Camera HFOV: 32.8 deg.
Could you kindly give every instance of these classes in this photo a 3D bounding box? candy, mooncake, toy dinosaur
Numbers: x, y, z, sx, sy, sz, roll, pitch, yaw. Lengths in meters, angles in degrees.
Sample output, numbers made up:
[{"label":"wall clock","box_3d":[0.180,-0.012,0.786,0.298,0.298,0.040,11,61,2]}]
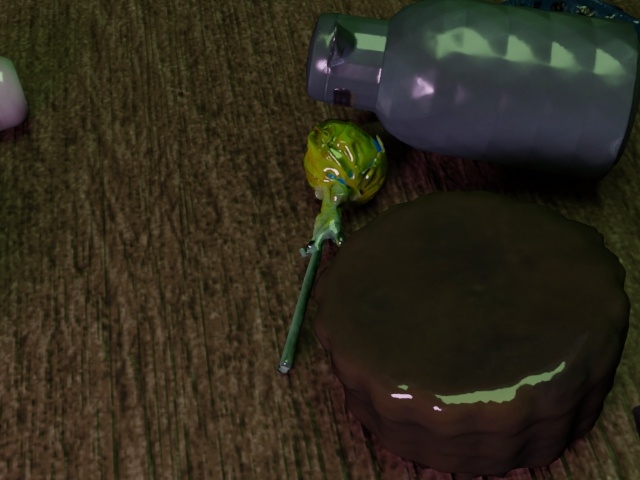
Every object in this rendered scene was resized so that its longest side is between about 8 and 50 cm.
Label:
[{"label":"candy","box_3d":[0.002,-0.001,0.934,0.077,0.073,0.262,14,54,3]},{"label":"mooncake","box_3d":[0.112,0.070,0.814,0.228,0.124,0.228,-6,45,6]},{"label":"toy dinosaur","box_3d":[0.246,-0.195,1.066,0.329,0.144,0.076,8,50,29]}]

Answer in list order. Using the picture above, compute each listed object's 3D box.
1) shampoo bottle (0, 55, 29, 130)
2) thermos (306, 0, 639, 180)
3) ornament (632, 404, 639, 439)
[{"label":"shampoo bottle","box_3d":[-0.386,-0.122,1.065,0.192,0.074,0.074,-20,48,-13]},{"label":"thermos","box_3d":[0.131,-0.144,0.991,0.286,0.182,0.145,9,82,2]},{"label":"ornament","box_3d":[0.136,0.222,0.666,0.196,0.166,0.153,-17,44,8]}]
